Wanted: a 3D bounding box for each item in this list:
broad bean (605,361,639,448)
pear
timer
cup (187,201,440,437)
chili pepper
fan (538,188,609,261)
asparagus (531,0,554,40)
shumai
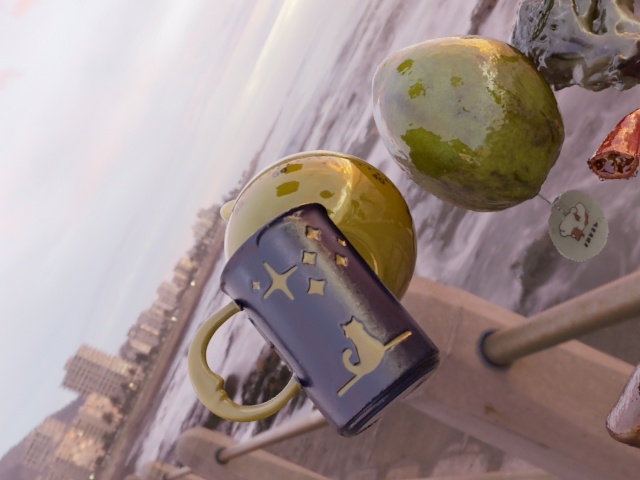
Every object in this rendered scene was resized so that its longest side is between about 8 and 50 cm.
[{"bbox_3d":[0.497,0.243,1.054,0.114,0.084,0.165,-76,-1,-72],"label":"broad bean"},{"bbox_3d":[0.293,-0.237,1.381,0.352,0.413,0.352,-38,-25,-22],"label":"pear"},{"bbox_3d":[0.000,0.000,1.265,0.376,0.376,0.387,-62,13,16],"label":"timer"},{"bbox_3d":[-0.015,0.130,0.890,0.255,0.256,0.178,-43,-18,14],"label":"cup"},{"bbox_3d":[0.555,-0.186,1.255,0.088,0.065,0.169,3,46,44],"label":"chili pepper"},{"bbox_3d":[0.609,-0.078,1.772,0.190,0.329,0.009,-57,11,-17],"label":"fan"},{"bbox_3d":[0.433,-0.482,1.273,0.034,0.027,0.236,-132,62,-86],"label":"asparagus"},{"bbox_3d":[0.578,-0.450,1.493,0.346,0.217,0.283,-43,34,6],"label":"shumai"}]
